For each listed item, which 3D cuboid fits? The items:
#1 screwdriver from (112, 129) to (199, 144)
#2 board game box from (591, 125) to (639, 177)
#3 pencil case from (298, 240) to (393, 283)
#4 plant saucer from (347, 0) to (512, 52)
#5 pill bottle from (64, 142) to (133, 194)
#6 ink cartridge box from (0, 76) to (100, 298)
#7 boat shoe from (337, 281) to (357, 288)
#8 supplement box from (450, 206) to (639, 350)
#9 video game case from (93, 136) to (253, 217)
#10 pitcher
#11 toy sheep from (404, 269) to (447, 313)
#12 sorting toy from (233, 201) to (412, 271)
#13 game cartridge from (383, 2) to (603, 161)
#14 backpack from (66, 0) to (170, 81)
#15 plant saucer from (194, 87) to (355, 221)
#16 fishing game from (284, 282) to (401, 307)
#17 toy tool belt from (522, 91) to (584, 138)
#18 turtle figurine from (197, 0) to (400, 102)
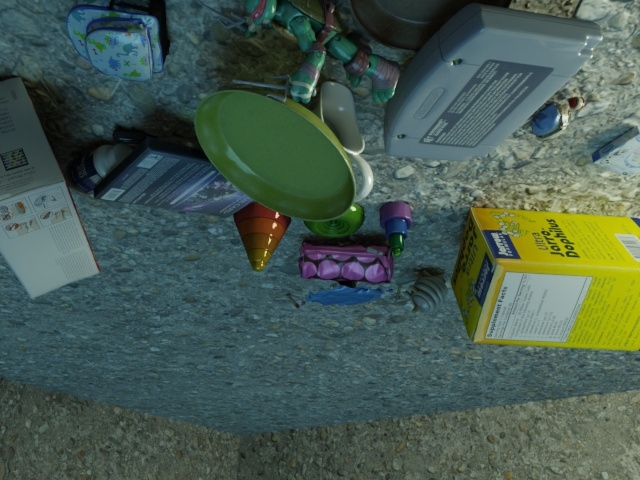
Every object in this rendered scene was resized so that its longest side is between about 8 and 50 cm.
[{"bbox_3d":[-0.259,-0.166,0.974,0.170,0.024,0.025,7,122,-13],"label":"screwdriver"},{"bbox_3d":[0.521,-0.146,0.970,0.090,0.020,0.090,16,149,-24],"label":"board game box"},{"bbox_3d":[0.054,0.043,1.270,0.209,0.095,0.098,0,161,6],"label":"pencil case"},{"bbox_3d":[0.129,-0.306,0.680,0.198,0.036,0.198,1,151,0],"label":"plant saucer"},{"bbox_3d":[-0.377,-0.126,1.005,0.120,0.067,0.067,-16,147,29],"label":"pill bottle"},{"bbox_3d":[-0.490,-0.098,0.949,0.130,0.272,0.309,-23,159,-21],"label":"ink cartridge box"},{"bbox_3d":[0.055,0.081,1.384,0.056,0.048,0.153,-5,151,13],"label":"boat shoe"},{"bbox_3d":[0.463,0.073,1.132,0.356,0.195,0.194,4,123,-4],"label":"supplement box"},{"bbox_3d":[-0.222,-0.100,1.017,0.274,0.026,0.196,6,156,-44],"label":"video game case"},{"bbox_3d":[-0.020,-0.116,0.897,0.207,0.178,0.125,-29,167,40],"label":"pitcher"},{"bbox_3d":[0.255,0.128,1.393,0.091,0.132,0.091,34,151,22],"label":"toy sheep"},{"bbox_3d":[0.000,0.000,1.158,0.365,0.126,0.127,-2,151,8],"label":"sorting toy"},{"bbox_3d":[0.206,-0.203,0.802,0.198,0.062,0.297,6,158,-15],"label":"game cartridge"},{"bbox_3d":[-0.257,-0.261,0.734,0.114,0.084,0.105,8,149,-6],"label":"backpack"},{"bbox_3d":[-0.056,-0.117,0.782,0.241,0.037,0.241,22,152,12],"label":"plant saucer"},{"bbox_3d":[0.056,0.121,1.353,0.264,0.041,0.189,-6,163,7],"label":"fishing game"},{"bbox_3d":[0.346,-0.188,0.871,0.051,0.052,0.083,5,152,-24],"label":"toy tool belt"},{"bbox_3d":[-0.021,-0.241,0.702,0.234,0.175,0.118,12,133,-34],"label":"turtle figurine"}]
